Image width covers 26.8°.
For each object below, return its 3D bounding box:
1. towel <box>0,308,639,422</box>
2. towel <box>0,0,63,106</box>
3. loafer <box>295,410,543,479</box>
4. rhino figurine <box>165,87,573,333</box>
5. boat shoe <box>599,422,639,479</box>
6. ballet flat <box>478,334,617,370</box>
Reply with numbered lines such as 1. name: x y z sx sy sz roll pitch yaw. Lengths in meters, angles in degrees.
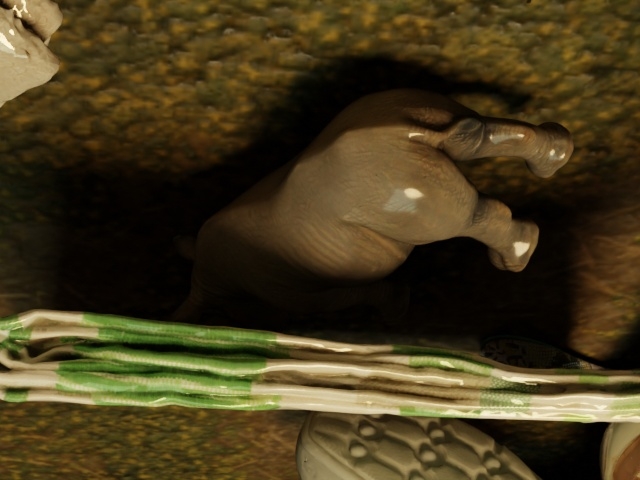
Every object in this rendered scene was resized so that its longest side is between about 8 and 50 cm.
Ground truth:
1. towel: 0.013 0.065 0.654 0.325 0.038 0.248 3 173 -6
2. towel: -0.245 -0.113 0.475 0.187 0.049 0.282 -20 141 26
3. loafer: 0.121 0.207 0.841 0.319 0.112 0.111 30 127 5
4. rhino figurine: 0.000 0.000 0.642 0.106 0.073 0.243 15 150 -33
5. boat shoe: 0.247 0.120 0.770 0.123 0.116 0.324 -22 149 -11
6. ballet flat: 0.146 0.088 0.812 0.114 0.041 0.041 19 141 -28
